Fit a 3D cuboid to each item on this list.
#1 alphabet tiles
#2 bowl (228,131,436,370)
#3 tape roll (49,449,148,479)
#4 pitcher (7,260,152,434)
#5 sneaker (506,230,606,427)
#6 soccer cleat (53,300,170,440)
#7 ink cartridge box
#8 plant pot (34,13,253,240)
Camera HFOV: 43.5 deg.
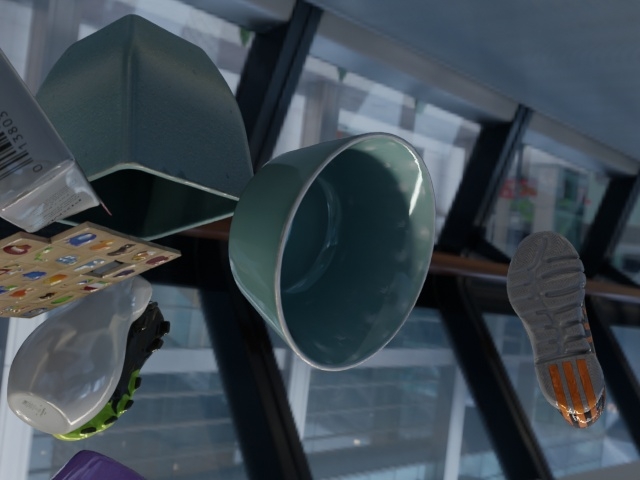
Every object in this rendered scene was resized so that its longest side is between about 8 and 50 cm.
[{"bbox_3d":[-0.271,0.033,0.783,0.198,0.009,0.237,-22,167,10],"label":"alphabet tiles"},{"bbox_3d":[0.000,0.000,1.064,0.163,0.312,0.311,17,-174,41],"label":"bowl"},{"bbox_3d":[-0.070,0.246,0.451,0.274,0.275,0.090,5,-138,47],"label":"tape roll"},{"bbox_3d":[-0.313,0.150,1.032,0.125,0.207,0.178,30,136,-7],"label":"pitcher"},{"bbox_3d":[0.386,0.154,1.312,0.124,0.321,0.180,-10,149,17],"label":"sneaker"},{"bbox_3d":[-0.322,0.191,1.172,0.121,0.093,0.289,-15,-155,24],"label":"soccer cleat"},{"bbox_3d":[-0.216,-0.092,0.519,0.066,0.189,0.232,-34,-179,-16],"label":"ink cartridge box"},{"bbox_3d":[-0.260,-0.163,1.137,0.247,0.253,0.247,-15,161,34],"label":"plant pot"}]
